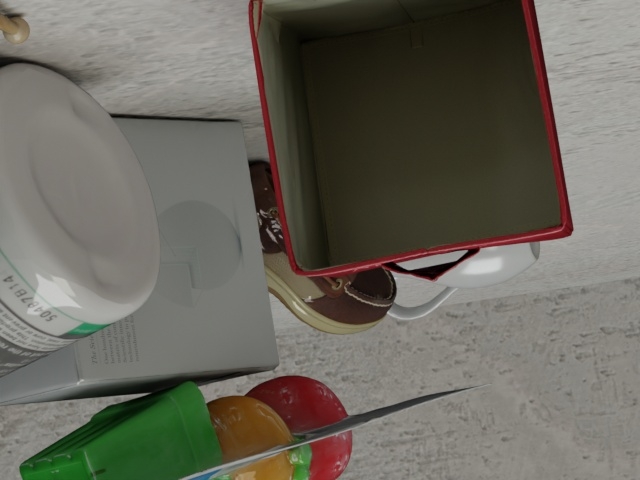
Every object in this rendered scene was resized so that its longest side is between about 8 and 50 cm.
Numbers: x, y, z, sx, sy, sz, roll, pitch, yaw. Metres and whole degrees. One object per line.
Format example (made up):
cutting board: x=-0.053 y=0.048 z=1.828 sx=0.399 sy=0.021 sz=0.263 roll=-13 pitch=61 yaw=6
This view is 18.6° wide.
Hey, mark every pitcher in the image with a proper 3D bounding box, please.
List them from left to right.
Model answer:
pitcher: x=0.147 y=0.014 z=2.222 sx=0.207 sy=0.125 sz=0.178 roll=-9 pitch=132 yaw=17

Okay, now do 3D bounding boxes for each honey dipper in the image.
honey dipper: x=-0.215 y=-0.144 z=1.220 sx=0.030 sy=0.030 sz=0.160 roll=-10 pitch=175 yaw=7

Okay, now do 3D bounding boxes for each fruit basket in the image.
fruit basket: x=-0.067 y=0.202 z=1.721 sx=0.353 sy=0.165 sz=0.327 roll=-9 pitch=174 yaw=-28

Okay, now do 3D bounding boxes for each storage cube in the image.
storage cube: x=0.068 y=-0.078 z=1.339 sx=0.183 sy=0.215 sz=0.193 roll=-10 pitch=178 yaw=9

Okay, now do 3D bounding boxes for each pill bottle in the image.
pill bottle: x=-0.317 y=0.029 z=1.468 sx=0.361 sy=0.204 sz=0.204 roll=-26 pitch=165 yaw=25

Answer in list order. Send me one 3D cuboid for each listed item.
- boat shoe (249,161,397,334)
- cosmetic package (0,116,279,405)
boat shoe: x=0.000 y=0.000 z=2.039 sx=0.123 sy=0.123 sz=0.342 roll=-31 pitch=144 yaw=22
cosmetic package: x=-0.175 y=0.017 z=1.668 sx=0.138 sy=0.224 sz=0.224 roll=-16 pitch=169 yaw=42
